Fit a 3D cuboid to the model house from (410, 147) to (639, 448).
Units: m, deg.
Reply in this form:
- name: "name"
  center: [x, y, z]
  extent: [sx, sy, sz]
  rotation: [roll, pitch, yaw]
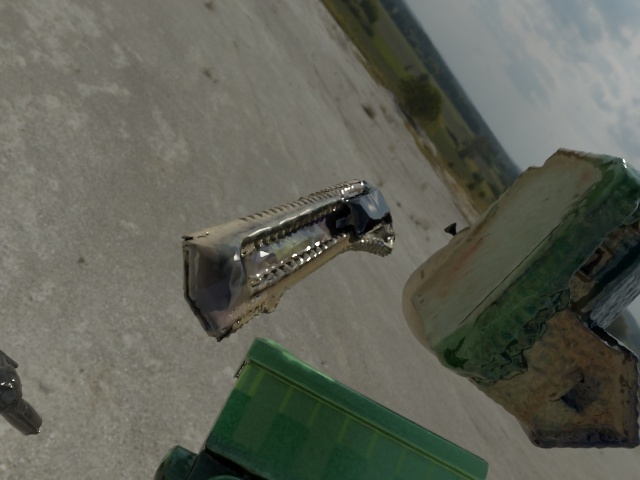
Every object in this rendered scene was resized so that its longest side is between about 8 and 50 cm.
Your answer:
- name: "model house"
  center: [0.323, 0.084, 0.673]
  extent: [0.280, 0.312, 0.245]
  rotation: [40, 8, -8]

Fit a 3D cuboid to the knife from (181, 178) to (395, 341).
- name: "knife"
  center: [0.005, -0.003, 0.453]
  extent: [0.089, 0.043, 0.365]
  rotation: [62, 25, 2]

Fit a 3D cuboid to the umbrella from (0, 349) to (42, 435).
- name: "umbrella"
  center: [-0.438, 0.165, 0.678]
  extent: [0.340, 0.118, 0.118]
  rotation: [85, -8, -49]

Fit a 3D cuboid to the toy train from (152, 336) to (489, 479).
- name: "toy train"
  center: [0.006, 0.237, 0.507]
  extent: [0.300, 0.120, 0.202]
  rotation: [29, 62, -2]

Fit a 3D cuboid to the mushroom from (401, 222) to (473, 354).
- name: "mushroom"
  center: [0.324, 0.075, 0.983]
  extent: [0.362, 0.362, 0.295]
  rotation: [33, 40, -47]
